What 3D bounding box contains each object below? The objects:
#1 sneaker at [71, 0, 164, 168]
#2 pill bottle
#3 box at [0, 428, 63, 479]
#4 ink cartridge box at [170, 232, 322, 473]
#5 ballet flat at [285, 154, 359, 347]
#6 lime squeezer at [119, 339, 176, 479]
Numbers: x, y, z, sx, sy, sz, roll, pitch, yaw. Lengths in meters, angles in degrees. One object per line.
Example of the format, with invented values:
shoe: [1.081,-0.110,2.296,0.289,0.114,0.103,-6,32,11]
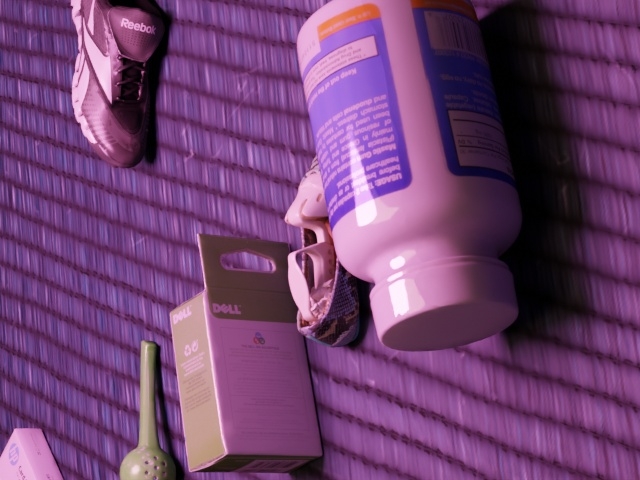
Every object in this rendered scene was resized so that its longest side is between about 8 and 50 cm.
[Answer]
sneaker: [-0.208,-0.193,1.963,0.106,0.078,0.234,-33,58,50]
pill bottle: [0.076,-0.056,1.501,0.152,0.152,0.272,-33,60,47]
box: [-0.338,0.326,2.104,0.186,0.038,0.145,-58,44,29]
ink cartridge box: [-0.072,0.105,1.714,0.062,0.109,0.209,-31,62,47]
ballet flat: [0.000,0.000,1.669,0.070,0.070,0.188,-23,67,50]
lime squeezer: [-0.193,0.263,1.902,0.110,0.059,0.310,20,102,52]
